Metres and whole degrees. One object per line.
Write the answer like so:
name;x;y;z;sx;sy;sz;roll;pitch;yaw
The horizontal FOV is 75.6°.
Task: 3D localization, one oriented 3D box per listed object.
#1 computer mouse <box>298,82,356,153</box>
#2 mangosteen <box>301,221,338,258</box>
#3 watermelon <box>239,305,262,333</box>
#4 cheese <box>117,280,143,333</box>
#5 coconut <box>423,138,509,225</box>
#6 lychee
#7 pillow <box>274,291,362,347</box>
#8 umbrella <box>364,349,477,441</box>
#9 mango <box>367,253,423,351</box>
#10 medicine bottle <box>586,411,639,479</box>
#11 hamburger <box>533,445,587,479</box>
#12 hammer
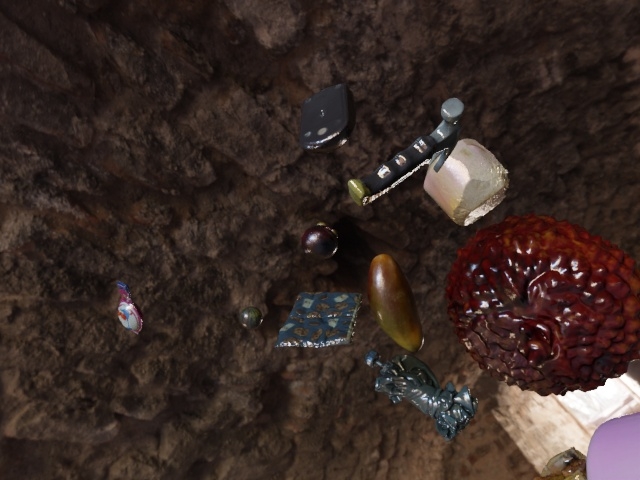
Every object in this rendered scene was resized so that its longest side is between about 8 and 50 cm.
computer mouse;0.026;-0.349;1.241;0.170;0.269;0.100;-14;-41;21
mangosteen;0.000;0.000;1.650;0.152;0.152;0.152;-21;-39;-19
watermelon;-0.323;0.375;1.932;0.105;0.105;0.133;-12;-75;-28
cheese;-0.468;0.167;1.011;0.038;0.095;0.145;-31;-52;-48
coconut;0.568;-0.251;1.650;0.297;0.309;0.297;-28;-23;-13
lychee;0.498;0.147;0.944;0.425;0.424;0.500;-59;-8;27
pillow;0.003;0.195;1.050;0.189;0.255;0.034;-5;-70;14
umbrella;0.265;0.414;1.177;0.143;0.349;0.094;-43;-43;-23
mango;0.187;0.166;1.058;0.111;0.268;0.133;-20;8;20
medicine bottle;0.407;0.213;0.338;0.178;0.178;0.291;-10;-26;-30
hamburger;0.598;0.629;0.917;0.155;0.245;0.282;-1;-77;-56
hammer;0.150;-0.136;0.724;0.226;0.041;0.159;-35;-23;-7
